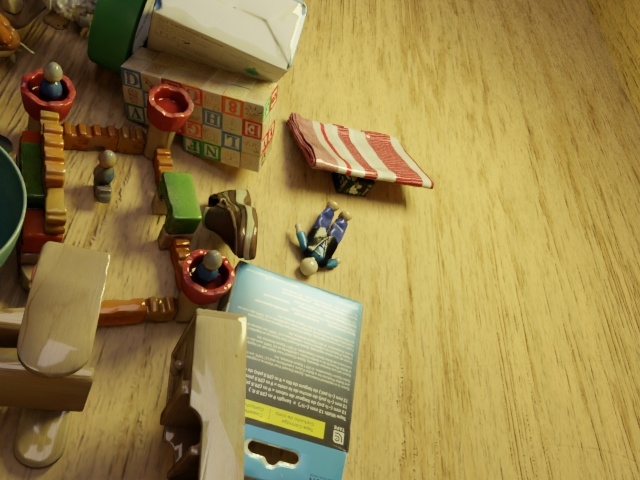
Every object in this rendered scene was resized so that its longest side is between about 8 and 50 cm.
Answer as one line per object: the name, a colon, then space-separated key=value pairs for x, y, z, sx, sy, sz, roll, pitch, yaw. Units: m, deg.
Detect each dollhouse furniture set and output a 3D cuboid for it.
dollhouse furniture set: x=-0.300 y=0.208 z=0.666 sx=0.395 sy=0.362 sz=0.256 roll=12 pitch=52 yaw=-22

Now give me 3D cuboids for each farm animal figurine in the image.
farm animal figurine: x=-0.624 y=-0.442 z=1.079 sx=0.330 sy=0.172 sz=0.327 roll=37 pitch=66 yaw=17

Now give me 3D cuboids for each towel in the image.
towel: x=0.096 y=-0.217 z=1.385 sx=0.329 sy=0.037 sz=0.237 roll=7 pitch=34 yaw=-27

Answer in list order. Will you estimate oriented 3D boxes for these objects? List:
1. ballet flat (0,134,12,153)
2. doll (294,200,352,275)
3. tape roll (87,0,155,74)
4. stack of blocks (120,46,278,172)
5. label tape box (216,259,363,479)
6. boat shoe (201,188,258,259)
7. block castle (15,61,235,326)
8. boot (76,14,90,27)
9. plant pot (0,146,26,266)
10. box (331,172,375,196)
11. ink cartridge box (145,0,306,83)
ballet flat: x=-0.634 y=-0.181 z=0.962 sx=0.203 sy=0.074 sz=0.074 roll=2 pitch=57 yaw=-29
doll: x=0.000 y=0.000 z=1.216 sx=0.129 sy=0.046 sz=0.189 roll=37 pitch=52 yaw=-14
tape roll: x=-0.378 y=-0.502 z=1.174 sx=0.077 sy=0.321 sz=0.321 roll=23 pitch=49 yaw=-17
stack of blocks: x=-0.247 y=-0.269 z=1.181 sx=0.297 sy=0.171 sz=0.087 roll=17 pitch=48 yaw=4
label tape box: x=-0.073 y=0.234 z=0.959 sx=0.249 sy=0.115 sz=0.347 roll=21 pitch=53 yaw=-15
boat shoe: x=-0.173 y=-0.030 z=1.061 sx=0.095 sy=0.095 sz=0.257 roll=1 pitch=18 yaw=-13
block castle: x=-0.341 y=-0.082 z=0.963 sx=0.303 sy=0.213 sz=0.453 roll=-1 pitch=58 yaw=-31
boot: x=-0.585 y=-0.568 z=1.272 sx=0.124 sy=0.095 sz=0.258 roll=-4 pitch=51 yaw=-26
plant pot: x=-0.573 y=-0.010 z=0.785 sx=0.290 sy=0.195 sz=0.290 roll=16 pitch=51 yaw=-21
box: x=0.078 y=-0.148 z=1.366 sx=0.083 sy=0.052 sz=0.062 roll=6 pitch=54 yaw=-28
ink cartridge box: x=-0.226 y=-0.420 z=1.219 sx=0.270 sy=0.395 sz=0.151 roll=19 pitch=81 yaw=-19
